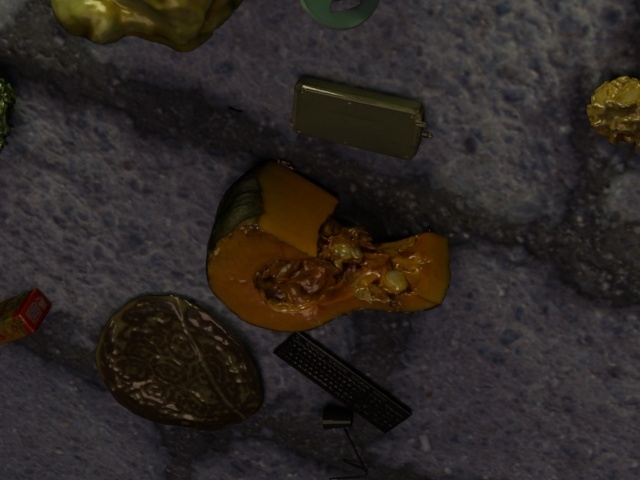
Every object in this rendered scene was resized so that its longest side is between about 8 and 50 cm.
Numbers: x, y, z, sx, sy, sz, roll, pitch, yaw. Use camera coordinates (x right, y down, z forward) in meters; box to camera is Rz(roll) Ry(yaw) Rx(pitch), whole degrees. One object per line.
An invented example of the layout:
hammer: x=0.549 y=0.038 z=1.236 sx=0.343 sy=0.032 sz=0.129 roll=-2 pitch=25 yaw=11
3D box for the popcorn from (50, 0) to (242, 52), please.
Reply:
popcorn: x=-0.178 y=-0.314 z=1.476 sx=0.255 sy=0.195 sz=0.256 roll=-26 pitch=129 yaw=27

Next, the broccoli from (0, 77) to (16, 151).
broccoli: x=-0.432 y=-0.132 z=1.695 sx=0.118 sy=0.204 sz=0.122 roll=35 pitch=115 yaw=-14

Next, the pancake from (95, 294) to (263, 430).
pancake: x=-0.201 y=0.179 z=1.985 sx=0.250 sy=0.031 sz=0.250 roll=8 pitch=130 yaw=10

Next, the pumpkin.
pumpkin: x=0.000 y=-0.001 z=1.708 sx=0.280 sy=0.139 sz=0.190 roll=-11 pitch=124 yaw=23

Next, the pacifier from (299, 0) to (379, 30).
pacifier: x=0.009 y=-0.299 z=1.503 sx=0.116 sy=0.126 sz=0.150 roll=6 pitch=121 yaw=61

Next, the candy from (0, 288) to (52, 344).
candy: x=-0.441 y=0.113 z=1.987 sx=0.122 sy=0.062 sz=0.038 roll=-19 pitch=119 yaw=30

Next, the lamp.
lamp: x=0.036 y=0.285 z=1.996 sx=0.054 sy=0.041 sz=0.121 roll=0 pitch=125 yaw=11

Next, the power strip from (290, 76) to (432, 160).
power strip: x=0.050 y=-0.141 z=1.648 sx=0.168 sy=0.028 sz=0.076 roll=14 pitch=131 yaw=8

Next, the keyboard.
keyboard: x=0.031 y=0.195 z=1.940 sx=0.202 sy=0.011 sz=0.067 roll=37 pitch=130 yaw=-13

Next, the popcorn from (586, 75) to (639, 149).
popcorn: x=0.332 y=-0.138 z=1.544 sx=0.082 sy=0.057 sz=0.083 roll=20 pitch=134 yaw=2
